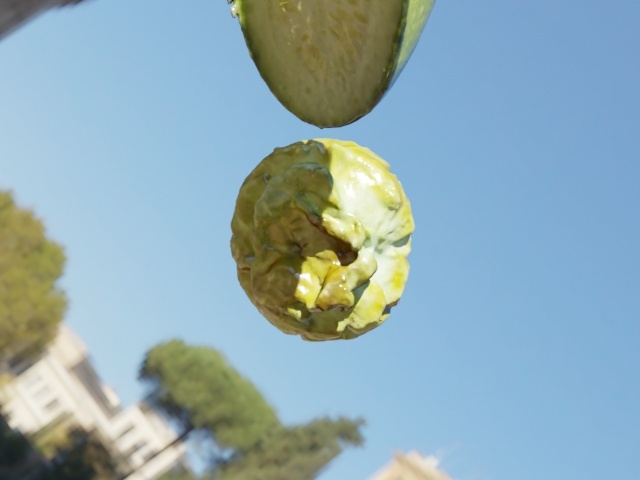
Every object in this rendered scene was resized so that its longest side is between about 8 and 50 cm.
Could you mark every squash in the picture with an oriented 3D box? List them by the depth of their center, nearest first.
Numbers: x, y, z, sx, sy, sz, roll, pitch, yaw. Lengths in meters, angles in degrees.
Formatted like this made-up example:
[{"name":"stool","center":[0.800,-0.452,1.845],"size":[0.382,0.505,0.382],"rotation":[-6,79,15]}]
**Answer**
[{"name":"squash","center":[0.003,-0.265,1.486],"size":[0.234,0.309,0.210],"rotation":[26,5,35]}]

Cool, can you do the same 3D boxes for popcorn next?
[{"name":"popcorn","center":[0.000,0.000,1.818],"size":[0.204,0.184,0.221],"rotation":[-4,-84,31]}]
